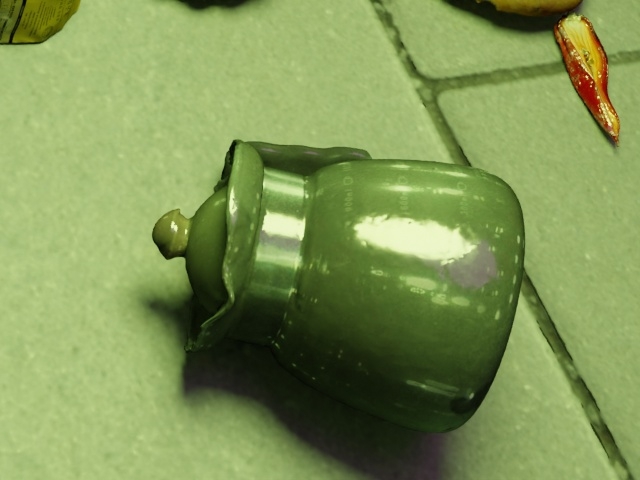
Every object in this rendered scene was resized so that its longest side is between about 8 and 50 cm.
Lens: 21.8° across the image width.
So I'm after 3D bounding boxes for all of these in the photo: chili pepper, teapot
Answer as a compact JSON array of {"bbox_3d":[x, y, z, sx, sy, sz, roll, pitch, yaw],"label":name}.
[{"bbox_3d":[0.282,-0.170,1.731,0.045,0.027,0.178,-6,62,-25],"label":"chili pepper"},{"bbox_3d":[0.006,-0.008,1.375,0.285,0.223,0.305,13,57,-10],"label":"teapot"}]

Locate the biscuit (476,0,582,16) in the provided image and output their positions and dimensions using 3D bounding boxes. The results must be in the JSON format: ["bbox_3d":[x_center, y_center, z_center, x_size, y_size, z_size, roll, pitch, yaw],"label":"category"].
[{"bbox_3d":[0.195,-0.287,1.742,0.224,0.033,0.144,1,42,-23],"label":"biscuit"}]

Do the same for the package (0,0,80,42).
[{"bbox_3d":[-0.261,-0.211,1.462,0.131,0.071,0.047,-4,56,-30],"label":"package"}]
